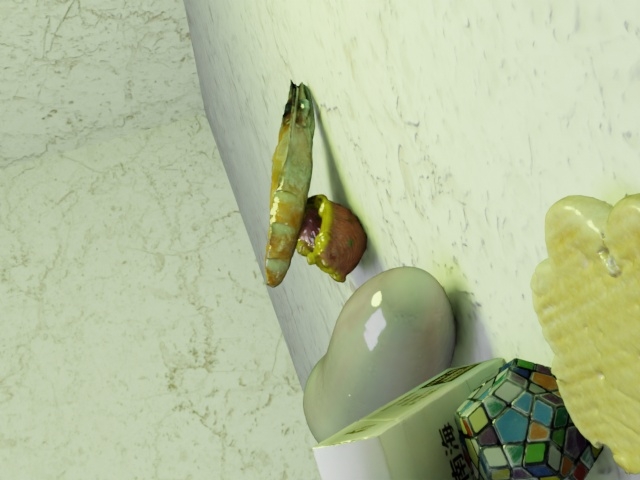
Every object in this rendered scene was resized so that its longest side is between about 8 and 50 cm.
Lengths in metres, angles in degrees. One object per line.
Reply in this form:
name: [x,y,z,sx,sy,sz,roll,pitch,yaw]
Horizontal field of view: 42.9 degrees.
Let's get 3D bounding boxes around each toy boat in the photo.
toy boat: [0.007,-0.001,1.239,0.318,0.099,0.141,-151,47,-81]

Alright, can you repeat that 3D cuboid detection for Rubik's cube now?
Rubik's cube: [0.157,0.145,0.618,0.093,0.111,0.111,47,167,6]

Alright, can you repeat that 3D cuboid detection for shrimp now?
shrimp: [-0.052,-0.083,1.245,0.164,0.062,0.317,146,132,-78]

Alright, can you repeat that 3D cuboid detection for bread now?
bread: [0.187,0.058,0.451,0.251,0.038,0.182,-175,69,-80]

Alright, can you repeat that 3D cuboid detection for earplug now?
earplug: [0.074,0.128,0.911,0.301,0.172,0.172,98,154,-57]

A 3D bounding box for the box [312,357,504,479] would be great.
box: [0.103,0.201,0.675,0.242,0.067,0.155,-10,-101,-56]
